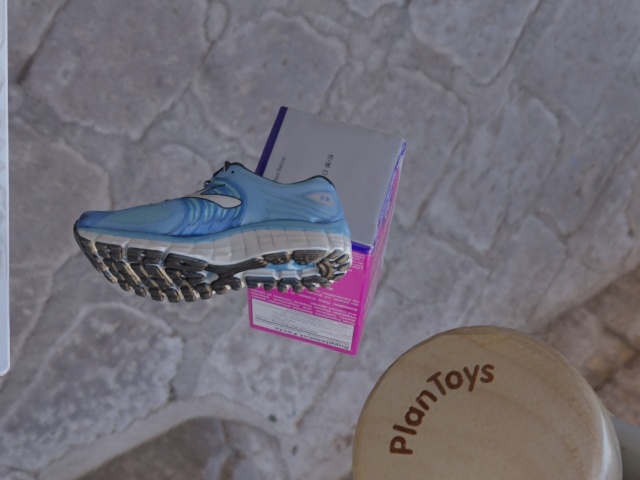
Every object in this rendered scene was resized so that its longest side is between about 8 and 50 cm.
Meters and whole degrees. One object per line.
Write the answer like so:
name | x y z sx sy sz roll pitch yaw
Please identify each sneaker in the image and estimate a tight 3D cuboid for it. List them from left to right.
sneaker | -0.063 -0.009 0.611 0.063 0.162 0.073 86 4 -59

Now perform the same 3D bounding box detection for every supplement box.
supplement box | 0.000 0.000 0.922 0.220 0.114 0.111 96 11 -62

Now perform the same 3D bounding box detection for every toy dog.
toy dog | 0.125 0.161 0.321 0.220 0.334 0.161 34 87 -38

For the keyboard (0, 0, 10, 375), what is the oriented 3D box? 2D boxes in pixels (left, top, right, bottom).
keyboard | -0.170 -0.063 0.442 0.072 0.014 0.256 -2 103 -24
